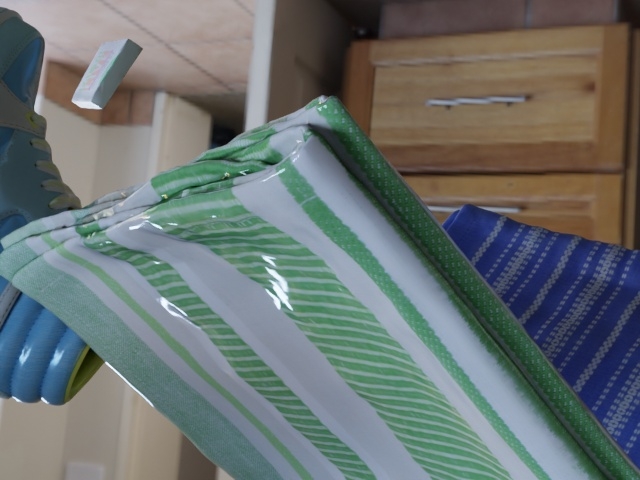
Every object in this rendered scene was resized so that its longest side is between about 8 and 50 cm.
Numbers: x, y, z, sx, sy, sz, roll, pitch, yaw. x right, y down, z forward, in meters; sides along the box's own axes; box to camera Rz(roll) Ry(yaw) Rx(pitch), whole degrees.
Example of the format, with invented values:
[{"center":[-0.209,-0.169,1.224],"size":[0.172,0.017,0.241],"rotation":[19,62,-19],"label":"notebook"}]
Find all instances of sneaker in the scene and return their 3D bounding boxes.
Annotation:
[{"center":[-0.202,-0.021,0.685],"size":[0.208,0.319,0.127],"rotation":[12,155,-7],"label":"sneaker"}]

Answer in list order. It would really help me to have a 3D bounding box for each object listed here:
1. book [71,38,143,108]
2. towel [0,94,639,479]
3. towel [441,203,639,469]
[{"center":[-0.289,-0.221,1.241],"size":[0.035,0.096,0.144],"rotation":[34,173,-25],"label":"book"},{"center":[-0.023,0.064,0.461],"size":[0.248,0.038,0.325],"rotation":[48,148,-20],"label":"towel"},{"center":[0.192,0.076,0.707],"size":[0.336,0.243,0.040],"rotation":[15,136,38],"label":"towel"}]
